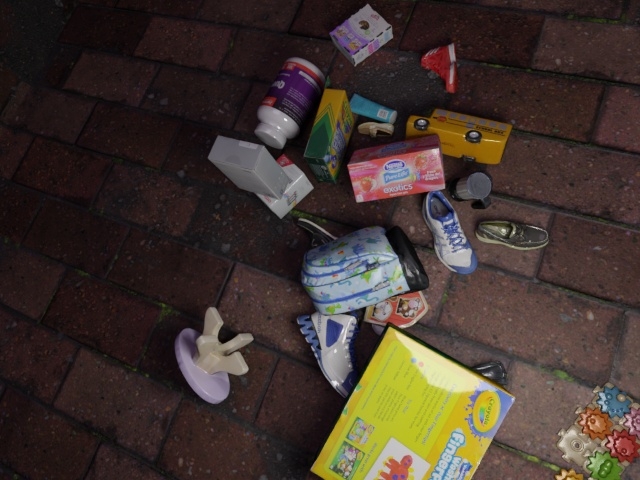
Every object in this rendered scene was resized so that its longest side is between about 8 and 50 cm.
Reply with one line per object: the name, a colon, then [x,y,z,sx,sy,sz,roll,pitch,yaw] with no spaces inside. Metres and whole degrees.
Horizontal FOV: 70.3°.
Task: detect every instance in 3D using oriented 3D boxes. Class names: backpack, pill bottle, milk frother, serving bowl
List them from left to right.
pill bottle: [-0.124,-0.522,1.746,0.181,0.181,0.323,24,79,20]
backpack: [0.117,0.094,1.429,0.355,0.290,0.273,-33,111,15]
serving bowl: [0.210,0.274,1.478,0.083,0.027,0.083,-6,61,11]
milk frother: [0.518,-0.185,1.491,0.129,0.135,0.143,34,86,-9]

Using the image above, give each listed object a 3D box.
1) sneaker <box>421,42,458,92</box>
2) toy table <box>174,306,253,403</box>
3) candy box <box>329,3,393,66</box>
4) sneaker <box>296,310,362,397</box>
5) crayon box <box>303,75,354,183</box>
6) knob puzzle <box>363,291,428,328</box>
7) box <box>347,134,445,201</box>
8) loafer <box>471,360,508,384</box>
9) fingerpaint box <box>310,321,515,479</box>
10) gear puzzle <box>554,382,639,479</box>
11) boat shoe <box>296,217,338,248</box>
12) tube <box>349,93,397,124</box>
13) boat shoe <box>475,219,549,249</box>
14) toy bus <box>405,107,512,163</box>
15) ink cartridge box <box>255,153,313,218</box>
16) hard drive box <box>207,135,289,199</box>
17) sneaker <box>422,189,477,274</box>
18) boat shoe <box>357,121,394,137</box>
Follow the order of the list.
sneaker: [0.443,-0.631,1.698,0.128,0.087,0.221,-4,59,22]
toy table: [-0.348,0.370,1.500,0.161,0.252,0.274,-44,75,16]
candy box: [0.165,-0.827,1.830,0.196,0.070,0.165,-36,67,2]
sneaker: [0.071,0.327,1.447,0.182,0.127,0.315,-35,66,4]
crayon box: [0.044,-0.397,1.649,0.083,0.203,0.323,11,76,17]
knob puzzle: [0.251,0.200,1.475,0.213,0.030,0.213,-6,60,10]
box: [0.259,-0.242,1.530,0.300,0.142,0.154,-7,28,19]
loafer: [0.440,0.418,1.347,0.223,0.076,0.078,-15,61,6]
fingerpaint box: [0.245,0.512,1.258,0.371,0.163,0.445,28,90,9]
gear puzzle: [0.752,0.560,1.235,0.175,0.044,0.339,40,86,22]
boat shoe: [0.000,0.000,1.596,0.233,0.084,0.079,36,84,19]
tube: [0.190,-0.499,1.731,0.207,0.052,0.080,30,77,27]
boat shoe: [0.610,-0.022,1.447,0.223,0.073,0.080,8,75,17]
toy bus: [0.467,-0.364,1.565,0.332,0.108,0.130,19,59,20]
ink cartridge box: [-0.142,-0.195,1.672,0.176,0.127,0.128,-43,67,-2]
hard drive box: [-0.232,-0.238,1.516,0.181,0.232,0.089,17,78,21]
sneaker: [0.409,-0.027,1.473,0.112,0.131,0.296,-27,69,3]
boat shoe: [0.204,-0.409,1.693,0.135,0.050,0.045,2,67,15]
